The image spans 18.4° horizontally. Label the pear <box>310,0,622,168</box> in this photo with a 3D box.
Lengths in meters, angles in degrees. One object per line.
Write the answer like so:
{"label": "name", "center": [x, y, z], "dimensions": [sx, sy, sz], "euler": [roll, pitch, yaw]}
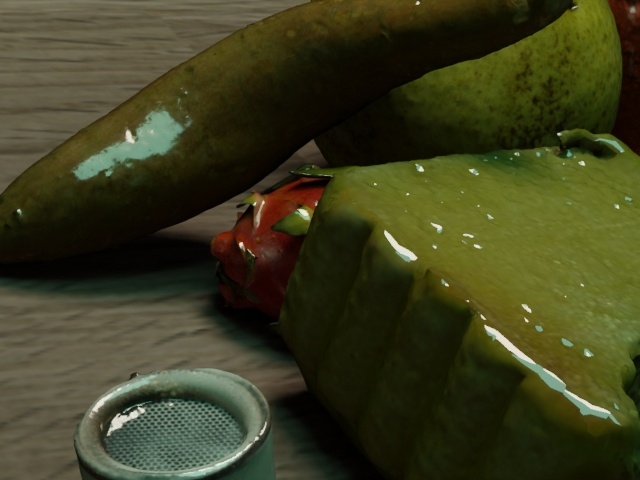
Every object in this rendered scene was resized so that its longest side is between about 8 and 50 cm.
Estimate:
{"label": "pear", "center": [0.087, -0.090, 1.169], "dimensions": [0.197, 0.197, 0.197], "euler": [14, 27, -7]}

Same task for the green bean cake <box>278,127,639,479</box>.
{"label": "green bean cake", "center": [0.123, 0.060, 0.976], "dimensions": [0.236, 0.124, 0.233], "euler": [-7, 40, -40]}

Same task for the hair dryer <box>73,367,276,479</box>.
{"label": "hair dryer", "center": [-0.132, 0.126, 0.749], "dimensions": [0.236, 0.131, 0.073], "euler": [-4, 30, 0]}

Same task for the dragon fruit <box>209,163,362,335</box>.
{"label": "dragon fruit", "center": [0.001, 0.001, 1.056], "dimensions": [0.116, 0.086, 0.081], "euler": [-20, 48, -29]}

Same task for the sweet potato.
{"label": "sweet potato", "center": [-0.027, -0.070, 1.056], "dimensions": [0.346, 0.079, 0.108], "euler": [-26, 25, 4]}

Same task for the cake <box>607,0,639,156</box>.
{"label": "cake", "center": [0.134, -0.095, 1.362], "dimensions": [0.262, 0.159, 0.158], "euler": [-11, 18, 19]}
